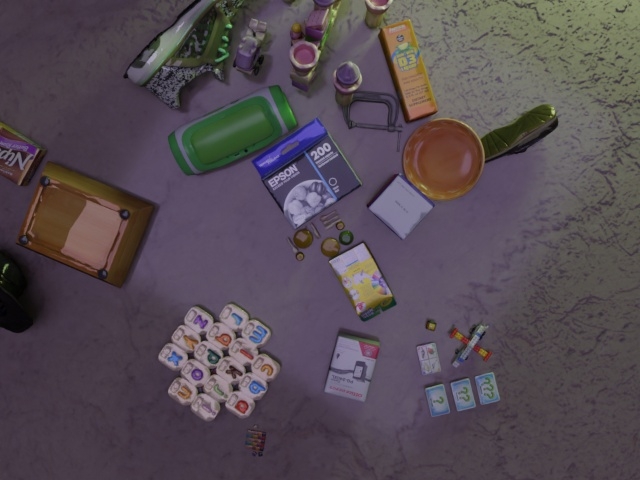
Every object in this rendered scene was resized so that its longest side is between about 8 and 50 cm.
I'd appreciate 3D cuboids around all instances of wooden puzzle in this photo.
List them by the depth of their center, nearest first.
[{"bbox_3d":[-0.168,0.517,1.998,0.049,0.006,0.083,9,95,2],"label":"wooden puzzle"}]

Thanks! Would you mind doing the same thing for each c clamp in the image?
[{"bbox_3d":[0.129,-0.301,1.912,0.161,0.022,0.137,11,95,1],"label":"c clamp"}]

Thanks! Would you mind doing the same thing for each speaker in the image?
[{"bbox_3d":[-0.213,-0.266,1.879,0.297,0.131,0.131,-24,93,4],"label":"speaker"}]

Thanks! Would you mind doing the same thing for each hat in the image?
[{"bbox_3d":[-0.834,0.088,1.909,0.332,0.331,0.133,23,58,1],"label":"hat"}]

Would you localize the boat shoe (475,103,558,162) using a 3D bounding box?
[{"bbox_3d":[0.474,-0.242,1.875,0.224,0.080,0.073,-31,134,17],"label":"boat shoe"}]

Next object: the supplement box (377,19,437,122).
[{"bbox_3d":[0.211,-0.408,1.873,0.078,0.080,0.233,-18,91,2],"label":"supplement box"}]

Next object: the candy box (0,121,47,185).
[{"bbox_3d":[-0.800,-0.229,1.945,0.187,0.053,0.109,32,95,1],"label":"candy box"}]

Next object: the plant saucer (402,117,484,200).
[{"bbox_3d":[0.301,-0.196,1.882,0.200,0.037,0.199,2,95,21],"label":"plant saucer"}]

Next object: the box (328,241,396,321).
[{"bbox_3d":[0.107,0.104,1.936,0.105,0.043,0.179,-28,90,4],"label":"box"}]

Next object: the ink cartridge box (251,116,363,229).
[{"bbox_3d":[-0.036,-0.168,1.920,0.206,0.045,0.208,-34,91,5],"label":"ink cartridge box"}]

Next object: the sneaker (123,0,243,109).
[{"bbox_3d":[-0.275,-0.479,1.878,0.410,0.158,0.182,-40,112,7],"label":"sneaker"}]

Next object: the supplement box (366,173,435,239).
[{"bbox_3d":[0.185,-0.083,1.829,0.111,0.220,0.114,42,96,-1],"label":"supplement box"}]

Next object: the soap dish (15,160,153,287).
[{"bbox_3d":[-0.592,-0.037,1.918,0.291,0.118,0.228,23,95,-1],"label":"soap dish"}]

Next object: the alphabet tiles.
[{"bbox_3d":[-0.256,0.309,1.966,0.278,0.021,0.284,34,89,0],"label":"alphabet tiles"}]

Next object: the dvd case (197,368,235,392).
[{"bbox_3d":[-0.282,0.357,1.987,0.119,0.013,0.087,38,95,1],"label":"dvd case"}]

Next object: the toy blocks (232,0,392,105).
[{"bbox_3d":[-0.017,-0.504,1.753,0.309,0.260,0.288,20,79,2],"label":"toy blocks"}]

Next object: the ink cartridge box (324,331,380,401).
[{"bbox_3d":[0.079,0.318,1.943,0.109,0.063,0.150,14,95,1],"label":"ink cartridge box"}]

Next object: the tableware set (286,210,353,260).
[{"bbox_3d":[0.000,0.000,1.944,0.154,0.024,0.104,-31,96,3],"label":"tableware set"}]

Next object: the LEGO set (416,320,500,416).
[{"bbox_3d":[0.342,0.310,1.935,0.183,0.060,0.244,-13,93,0],"label":"LEGO set"}]
